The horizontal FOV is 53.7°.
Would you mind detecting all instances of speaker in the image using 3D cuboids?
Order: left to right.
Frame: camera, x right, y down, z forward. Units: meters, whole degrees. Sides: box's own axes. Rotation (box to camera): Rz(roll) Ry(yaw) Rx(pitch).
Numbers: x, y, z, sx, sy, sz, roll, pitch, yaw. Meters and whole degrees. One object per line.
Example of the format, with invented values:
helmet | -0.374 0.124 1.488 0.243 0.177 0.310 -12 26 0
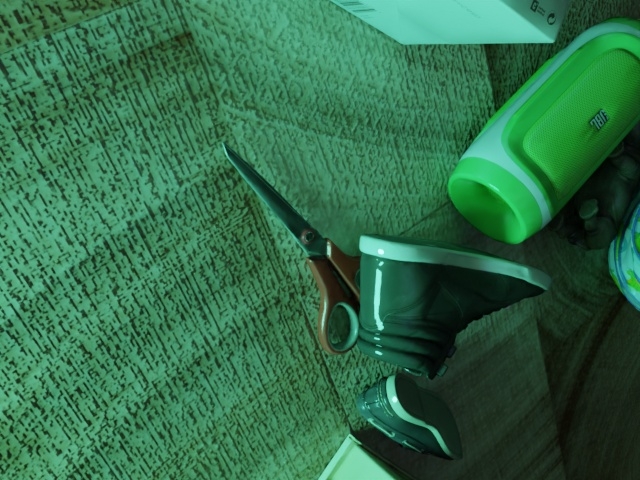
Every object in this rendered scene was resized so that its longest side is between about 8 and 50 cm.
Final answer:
speaker | 0.287 -0.135 0.752 0.296 0.131 0.131 -45 124 -15

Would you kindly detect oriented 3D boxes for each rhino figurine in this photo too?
rhino figurine | 0.402 -0.096 0.875 0.106 0.073 0.243 34 81 -40

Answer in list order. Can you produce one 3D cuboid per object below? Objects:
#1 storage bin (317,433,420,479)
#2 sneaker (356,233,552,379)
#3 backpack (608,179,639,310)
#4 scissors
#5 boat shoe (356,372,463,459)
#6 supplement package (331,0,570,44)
storage bin | 0.070 0.425 0.777 0.262 0.123 0.260 43 80 -36
sneaker | 0.150 0.080 0.730 0.295 0.104 0.147 7 97 -37
backpack | 0.561 -0.038 0.881 0.356 0.290 0.273 -59 165 17
scissors | 0.000 0.000 0.666 0.109 0.021 0.297 -37 120 -19
boat shoe | 0.117 0.230 0.801 0.065 0.075 0.206 -25 135 23
supplement package | 0.107 -0.328 0.524 0.199 0.198 0.263 17 94 -36
